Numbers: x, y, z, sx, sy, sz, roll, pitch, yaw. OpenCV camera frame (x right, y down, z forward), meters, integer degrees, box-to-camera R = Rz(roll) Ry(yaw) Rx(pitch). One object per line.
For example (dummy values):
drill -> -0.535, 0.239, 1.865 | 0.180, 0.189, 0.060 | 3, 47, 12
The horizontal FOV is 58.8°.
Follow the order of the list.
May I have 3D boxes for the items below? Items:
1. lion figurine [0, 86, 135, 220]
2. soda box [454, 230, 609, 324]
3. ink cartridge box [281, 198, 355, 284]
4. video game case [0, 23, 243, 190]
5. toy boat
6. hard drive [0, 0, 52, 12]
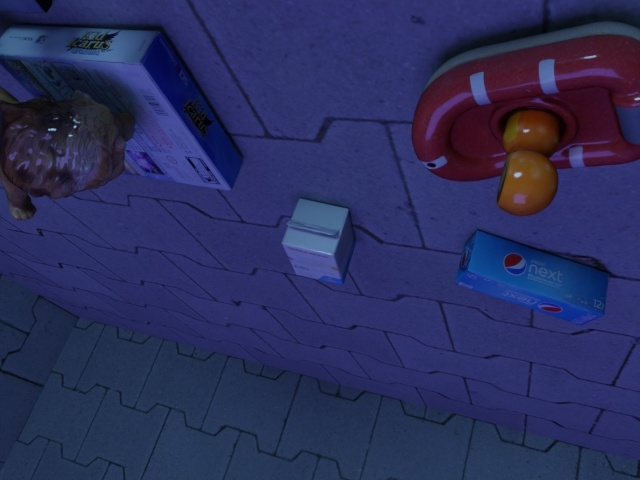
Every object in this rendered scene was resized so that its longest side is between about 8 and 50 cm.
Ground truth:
lion figurine -> -0.433, -0.168, 0.716 | 0.392, 0.142, 0.240 | 30, 148, -12
soda box -> 0.321, 0.059, 0.868 | 0.210, 0.071, 0.067 | 18, 158, 1
ink cartridge box -> 0.000, 0.000, 0.962 | 0.092, 0.090, 0.143 | 12, 155, 15
video game case -> -0.270, -0.181, 0.804 | 0.244, 0.061, 0.269 | 10, 155, 21
toy boat -> 0.193, -0.092, 0.531 | 0.231, 0.151, 0.151 | -1, 150, 39
hard drive -> -0.396, -0.311, 0.662 | 0.135, 0.022, 0.094 | 10, 156, 20
